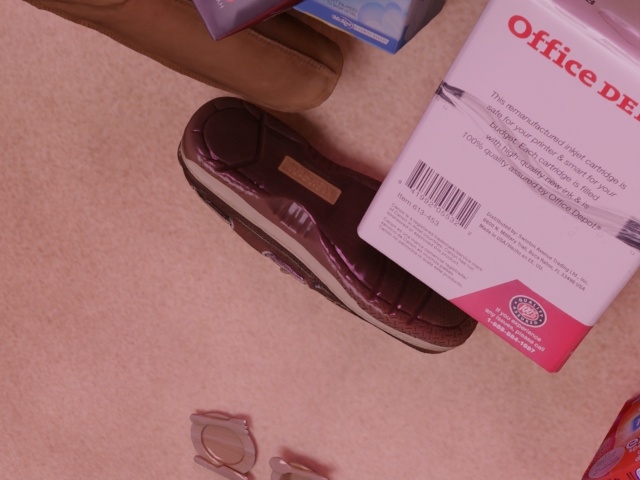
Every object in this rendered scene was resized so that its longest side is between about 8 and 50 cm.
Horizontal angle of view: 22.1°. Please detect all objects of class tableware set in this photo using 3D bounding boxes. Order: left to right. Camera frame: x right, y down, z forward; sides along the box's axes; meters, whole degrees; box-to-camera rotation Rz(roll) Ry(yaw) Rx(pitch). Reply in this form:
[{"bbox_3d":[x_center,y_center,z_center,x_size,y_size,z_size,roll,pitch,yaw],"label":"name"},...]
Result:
[{"bbox_3d":[-0.057,0.228,1.428,0.141,0.020,0.169,19,125,20],"label":"tableware set"}]

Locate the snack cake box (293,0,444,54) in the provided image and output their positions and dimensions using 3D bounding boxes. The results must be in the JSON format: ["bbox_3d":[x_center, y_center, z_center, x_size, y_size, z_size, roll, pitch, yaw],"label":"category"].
[{"bbox_3d":[-0.029,-0.253,1.075,0.264,0.089,0.152,27,129,14],"label":"snack cake box"}]

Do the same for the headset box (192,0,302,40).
[{"bbox_3d":[-0.003,-0.265,0.931,0.293,0.110,0.218,-25,96,27],"label":"headset box"}]

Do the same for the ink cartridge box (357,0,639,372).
[{"bbox_3d":[0.155,-0.056,1.077,0.172,0.100,0.237,36,131,7],"label":"ink cartridge box"}]

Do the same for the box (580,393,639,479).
[{"bbox_3d":[0.315,0.214,1.131,0.128,0.122,0.257,-34,98,40],"label":"box"}]

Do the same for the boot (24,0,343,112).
[{"bbox_3d":[-0.150,-0.171,1.110,0.236,0.269,0.089,30,97,41],"label":"boot"}]

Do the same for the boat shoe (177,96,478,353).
[{"bbox_3d":[0.005,-0.006,1.219,0.257,0.095,0.095,41,154,1],"label":"boat shoe"}]
